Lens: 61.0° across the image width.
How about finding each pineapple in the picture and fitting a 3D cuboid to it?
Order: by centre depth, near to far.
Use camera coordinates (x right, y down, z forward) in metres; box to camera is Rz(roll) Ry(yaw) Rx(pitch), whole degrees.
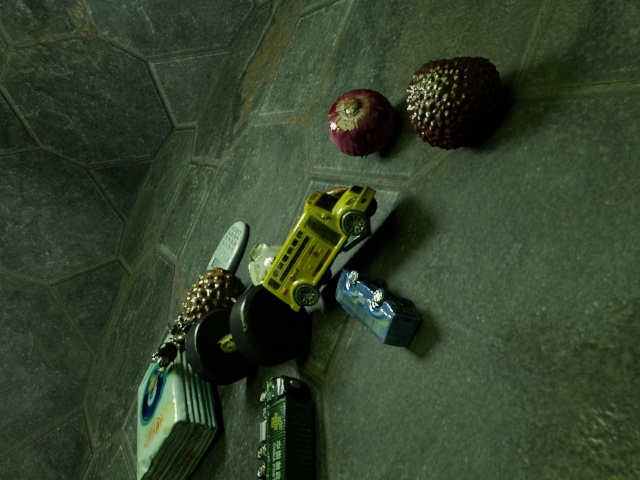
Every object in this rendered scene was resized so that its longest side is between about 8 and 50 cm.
[{"bbox_3d":[-0.377,0.247,1.665,0.175,0.175,0.361,-8,41,56],"label":"pineapple"}]

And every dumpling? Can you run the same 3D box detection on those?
[{"bbox_3d":[-0.112,0.090,1.490,0.181,0.111,0.155,35,104,47],"label":"dumpling"}]

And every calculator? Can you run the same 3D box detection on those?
[{"bbox_3d":[-0.343,0.067,1.953,0.295,0.042,0.184,-63,30,0],"label":"calculator"}]

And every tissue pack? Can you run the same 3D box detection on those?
[{"bbox_3d":[-0.453,0.516,1.683,0.287,0.162,0.388,-58,30,19],"label":"tissue pack"}]

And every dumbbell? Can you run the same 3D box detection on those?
[{"bbox_3d":[-0.196,0.250,1.418,0.322,0.203,0.204,-31,44,44],"label":"dumbbell"}]

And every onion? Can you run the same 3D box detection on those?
[{"bbox_3d":[0.104,-0.300,1.387,0.177,0.153,0.177,0,89,34],"label":"onion"}]

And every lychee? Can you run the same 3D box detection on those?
[{"bbox_3d":[0.265,-0.275,1.098,0.188,0.188,0.188,-37,40,40],"label":"lychee"}]

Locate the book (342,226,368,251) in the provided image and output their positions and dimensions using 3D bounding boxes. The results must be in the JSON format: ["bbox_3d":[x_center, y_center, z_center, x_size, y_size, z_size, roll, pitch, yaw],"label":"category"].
[{"bbox_3d":[0.082,-0.051,1.377,0.103,0.017,0.135,-38,40,40],"label":"book"}]

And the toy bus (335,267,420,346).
[{"bbox_3d":[0.110,0.134,1.138,0.094,0.079,0.236,-64,29,6],"label":"toy bus"}]

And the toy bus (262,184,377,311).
[{"bbox_3d":[0.000,0.000,1.272,0.330,0.152,0.144,-58,-2,26],"label":"toy bus"}]

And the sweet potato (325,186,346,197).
[{"bbox_3d":[0.039,-0.129,1.490,0.095,0.034,0.034,-16,55,40],"label":"sweet potato"}]

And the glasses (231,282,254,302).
[{"bbox_3d":[-0.179,0.122,1.601,0.189,0.088,0.221,0,69,58],"label":"glasses"}]

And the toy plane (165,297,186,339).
[{"bbox_3d":[-0.487,0.288,2.006,0.226,0.058,0.226,-32,41,21],"label":"toy plane"}]

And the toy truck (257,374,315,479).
[{"bbox_3d":[-0.080,0.432,1.220,0.121,0.088,0.259,-40,39,39],"label":"toy truck"}]
